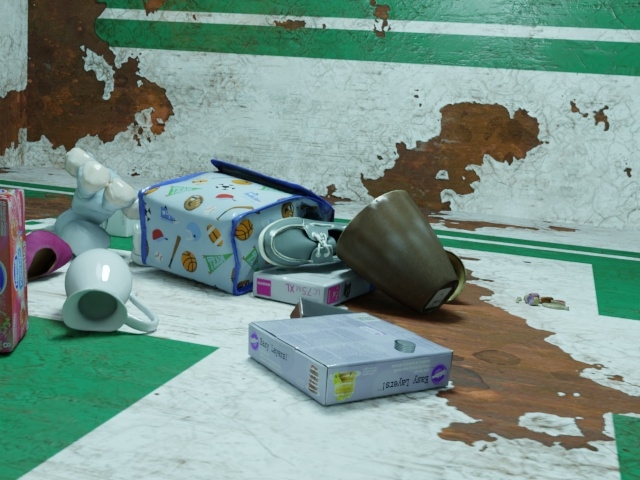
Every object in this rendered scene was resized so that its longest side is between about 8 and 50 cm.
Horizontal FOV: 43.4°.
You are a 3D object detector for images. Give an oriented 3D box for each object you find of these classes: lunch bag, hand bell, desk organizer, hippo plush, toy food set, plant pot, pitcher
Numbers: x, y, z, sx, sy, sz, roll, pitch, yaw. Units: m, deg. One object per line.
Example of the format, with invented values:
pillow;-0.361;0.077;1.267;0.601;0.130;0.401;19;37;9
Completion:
lunch bag;-0.197;-0.056;1.974;0.328;0.239;0.385;18;25;33
hand bell;0.286;0.086;1.970;0.126;0.126;0.242;5;-2;7
desk organizer;0.010;0.155;1.527;0.130;0.050;0.047;16;38;-22
hippo plush;-0.608;-0.087;2.057;0.294;0.236;0.234;34;-4;42
toy food set;0.530;0.141;1.917;0.122;0.019;0.078;7;10;16
plant pot;0.188;0.045;1.768;0.215;0.215;0.230;-8;49;-50
pitcher;-0.396;0.103;1.524;0.178;0.125;0.207;22;14;-21

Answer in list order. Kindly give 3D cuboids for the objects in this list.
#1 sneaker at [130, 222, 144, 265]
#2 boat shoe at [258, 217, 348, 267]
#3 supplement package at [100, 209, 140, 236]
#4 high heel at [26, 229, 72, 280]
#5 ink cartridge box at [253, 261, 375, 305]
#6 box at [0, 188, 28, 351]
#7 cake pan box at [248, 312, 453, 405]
sneaker;-0.384;-0.056;2.083;0.110;0.118;0.292;15;40;22
boat shoe;0.000;0.000;1.852;0.319;0.116;0.099;1;-7;-44
supplement package;-0.643;-0.075;2.435;0.179;0.105;0.105;6;9;13
high heel;-0.615;0.076;1.701;0.181;0.127;0.377;38;16;15
ink cartridge box;0.005;0.091;1.870;0.186;0.065;0.311;9;13;29
box;-0.556;0.046;1.321;0.122;0.257;0.128;0;10;-9
cake pan box;0.040;0.184;1.333;0.246;0.070;0.267;0;10;-34
